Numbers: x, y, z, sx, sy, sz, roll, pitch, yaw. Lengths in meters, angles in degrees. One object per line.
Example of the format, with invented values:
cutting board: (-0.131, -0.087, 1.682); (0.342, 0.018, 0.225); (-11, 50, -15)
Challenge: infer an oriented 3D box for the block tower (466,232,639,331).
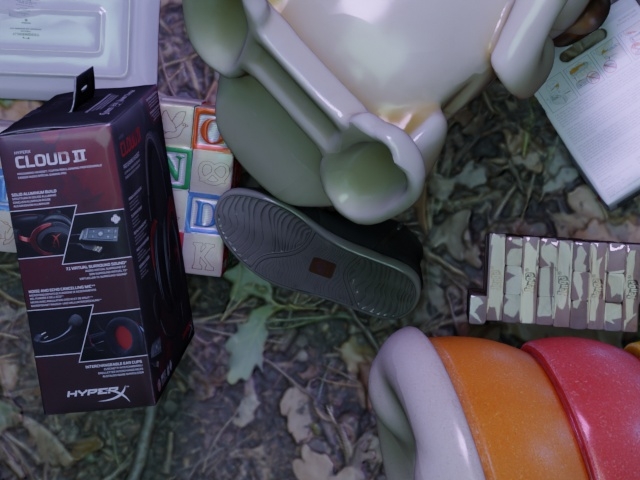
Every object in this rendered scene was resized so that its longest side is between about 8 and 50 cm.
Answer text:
block tower: (0.318, 0.046, 1.659); (0.336, 0.091, 0.097); (2, 92, 4)

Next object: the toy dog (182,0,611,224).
toy dog: (0.110, -0.207, 1.554); (0.408, 0.395, 0.284); (-40, 75, -21)

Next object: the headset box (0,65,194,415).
headset box: (-0.206, -0.013, 1.534); (0.110, 0.218, 0.293); (-6, 103, 7)

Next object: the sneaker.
sneaker: (0.000, 0.000, 1.661); (0.222, 0.118, 0.083); (27, 113, -4)

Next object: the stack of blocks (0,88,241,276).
stack of blocks: (-0.234, -0.068, 1.690); (0.297, 0.087, 0.171); (6, 98, 4)

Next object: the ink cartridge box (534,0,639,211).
ink cartridge box: (0.308, -0.140, 1.686); (0.145, 0.045, 0.179); (-33, 71, 6)

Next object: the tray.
tray: (-0.305, -0.221, 1.727); (0.270, 0.030, 0.145); (3, 92, 4)

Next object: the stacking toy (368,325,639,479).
stacking toy: (0.309, 0.211, 1.581); (0.480, 0.350, 0.350); (-12, 91, -8)
